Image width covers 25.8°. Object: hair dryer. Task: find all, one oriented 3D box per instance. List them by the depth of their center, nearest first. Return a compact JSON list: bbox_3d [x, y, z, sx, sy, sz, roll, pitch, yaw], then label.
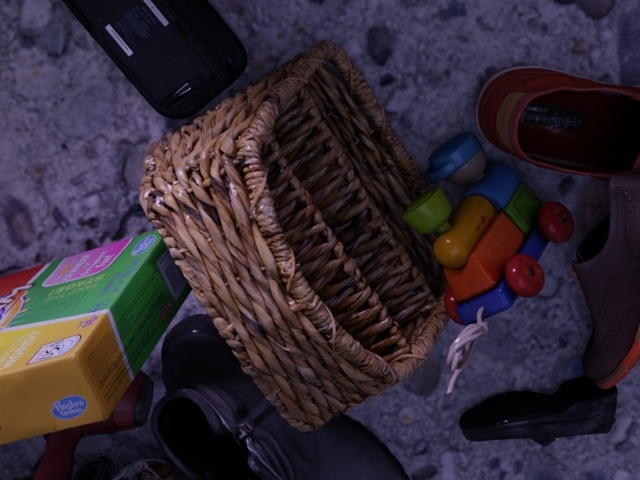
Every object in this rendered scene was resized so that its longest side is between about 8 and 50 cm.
[{"bbox_3d":[-0.253,0.200,1.367,0.223,0.293,0.080,-28,149,-27],"label":"hair dryer"}]

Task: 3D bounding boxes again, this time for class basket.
[{"bbox_3d":[0.000,0.000,1.302,0.223,0.213,0.299,-29,110,8],"label":"basket"}]

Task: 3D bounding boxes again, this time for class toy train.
[{"bbox_3d":[0.129,0.012,1.310,0.143,0.248,0.105,49,136,-11],"label":"toy train"}]

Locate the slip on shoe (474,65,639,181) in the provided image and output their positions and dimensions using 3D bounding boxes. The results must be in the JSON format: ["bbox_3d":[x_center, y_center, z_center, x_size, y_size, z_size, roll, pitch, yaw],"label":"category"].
[{"bbox_3d":[0.315,-0.099,1.346,0.331,0.101,0.123,8,108,-8],"label":"slip on shoe"}]

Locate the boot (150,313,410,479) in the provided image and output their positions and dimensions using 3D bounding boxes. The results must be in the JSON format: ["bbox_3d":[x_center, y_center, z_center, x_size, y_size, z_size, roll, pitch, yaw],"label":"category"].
[{"bbox_3d":[-0.037,0.233,1.383,0.338,0.223,0.118,37,104,-16],"label":"boot"}]

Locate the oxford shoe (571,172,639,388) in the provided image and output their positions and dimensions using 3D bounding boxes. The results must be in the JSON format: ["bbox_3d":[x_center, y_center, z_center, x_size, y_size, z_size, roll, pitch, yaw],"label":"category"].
[{"bbox_3d":[0.293,0.037,1.386,0.098,0.097,0.271,15,130,5],"label":"oxford shoe"}]

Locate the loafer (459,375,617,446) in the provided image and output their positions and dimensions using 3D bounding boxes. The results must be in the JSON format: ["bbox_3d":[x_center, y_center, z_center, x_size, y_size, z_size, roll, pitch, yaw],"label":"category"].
[{"bbox_3d":[0.232,0.193,1.475,0.170,0.062,0.061,-10,116,1],"label":"loafer"}]

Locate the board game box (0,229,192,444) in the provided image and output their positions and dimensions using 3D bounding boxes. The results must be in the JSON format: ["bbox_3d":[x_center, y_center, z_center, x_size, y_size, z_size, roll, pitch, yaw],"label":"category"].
[{"bbox_3d":[-0.293,0.104,1.263,0.316,0.242,0.064,-16,111,21],"label":"board game box"}]

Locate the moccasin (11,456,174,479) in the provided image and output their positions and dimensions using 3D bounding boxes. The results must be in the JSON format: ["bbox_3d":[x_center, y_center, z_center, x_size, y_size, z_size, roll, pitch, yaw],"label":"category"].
[{"bbox_3d":[-0.287,0.298,1.441,0.380,0.139,0.147,-15,94,4],"label":"moccasin"}]

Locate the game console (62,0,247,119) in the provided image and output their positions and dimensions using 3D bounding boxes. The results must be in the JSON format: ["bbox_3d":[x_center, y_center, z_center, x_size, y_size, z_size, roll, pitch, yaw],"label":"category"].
[{"bbox_3d":[-0.221,-0.259,1.279,0.213,0.044,0.361,-37,107,10],"label":"game console"}]
